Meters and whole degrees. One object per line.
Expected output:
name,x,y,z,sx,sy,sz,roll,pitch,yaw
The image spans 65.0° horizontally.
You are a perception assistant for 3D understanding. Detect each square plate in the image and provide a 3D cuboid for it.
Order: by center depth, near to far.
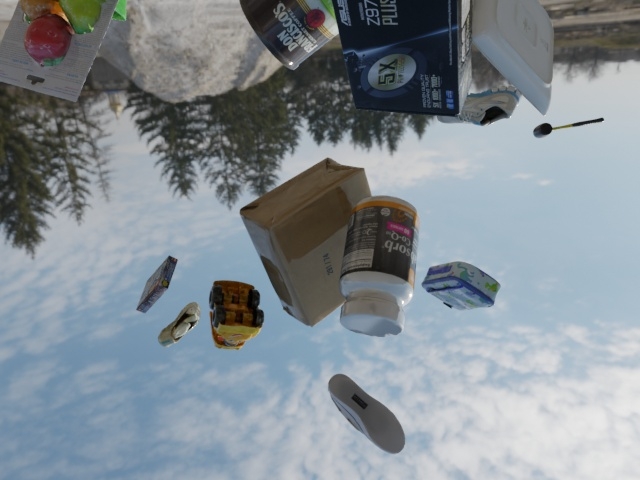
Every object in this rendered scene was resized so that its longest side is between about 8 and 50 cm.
square plate,0.517,-0.552,1.307,0.344,0.346,0.049,28,152,-31

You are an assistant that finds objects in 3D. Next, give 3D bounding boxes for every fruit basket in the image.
fruit basket,-0.606,-0.510,1.182,0.327,0.352,0.165,18,-179,23

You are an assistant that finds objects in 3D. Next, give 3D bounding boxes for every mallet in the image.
mallet,0.708,-0.327,1.443,0.190,0.039,0.062,-10,-178,-3

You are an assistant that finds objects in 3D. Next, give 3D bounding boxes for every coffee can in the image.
coffee can,-0.013,-0.551,1.123,0.276,0.201,0.201,-31,-169,22

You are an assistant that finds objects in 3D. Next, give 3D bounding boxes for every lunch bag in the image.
lunch bag,0.428,0.141,1.561,0.090,0.176,0.219,-60,-167,-19

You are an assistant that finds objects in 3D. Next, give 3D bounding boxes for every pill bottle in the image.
pill bottle,0.126,0.055,1.085,0.162,0.162,0.278,2,-119,15

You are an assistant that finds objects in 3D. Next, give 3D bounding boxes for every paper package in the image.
paper package,0.000,0.000,1.297,0.310,0.324,0.168,-34,-147,-21

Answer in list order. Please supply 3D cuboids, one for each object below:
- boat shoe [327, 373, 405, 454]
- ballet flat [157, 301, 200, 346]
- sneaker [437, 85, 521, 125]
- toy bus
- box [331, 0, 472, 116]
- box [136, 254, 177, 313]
boat shoe,0.121,0.466,1.346,0.095,0.084,0.258,-32,-119,-24
ballet flat,-0.329,0.204,1.227,0.053,0.057,0.168,-17,-160,28
sneaker,0.344,-0.287,1.124,0.191,0.071,0.082,-5,-131,41
toy bus,-0.276,0.259,1.538,0.150,0.211,0.220,11,-153,-22
box,0.107,-0.251,0.624,0.148,0.180,0.077,12,-122,23
box,-0.402,0.109,1.235,0.027,0.137,0.093,30,-138,-24
